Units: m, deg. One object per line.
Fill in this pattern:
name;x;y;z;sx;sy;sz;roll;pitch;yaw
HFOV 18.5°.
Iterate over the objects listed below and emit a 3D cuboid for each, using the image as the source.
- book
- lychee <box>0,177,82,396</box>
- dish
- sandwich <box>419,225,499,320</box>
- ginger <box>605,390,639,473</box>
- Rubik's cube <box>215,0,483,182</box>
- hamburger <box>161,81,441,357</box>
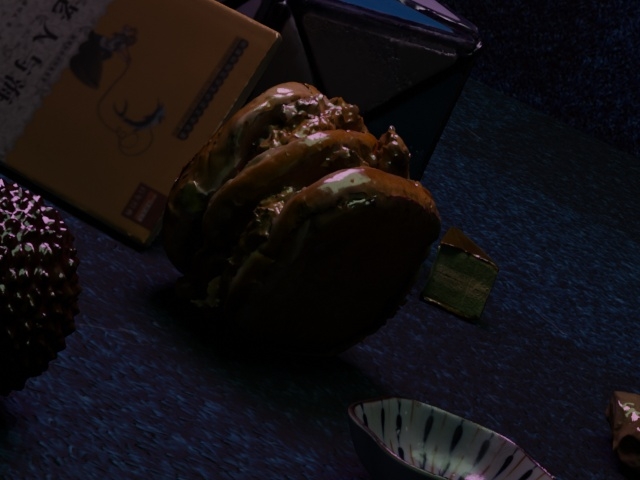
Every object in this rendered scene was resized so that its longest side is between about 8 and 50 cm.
book;-0.264;-0.187;2.074;0.389;0.269;0.032;28;-11;21
lychee;-0.267;0.039;1.471;0.188;0.188;0.188;21;16;-6
dish;0.102;0.200;1.638;0.190;0.066;0.191;20;13;-5
sandwich;0.165;0.036;2.247;0.074;0.074;0.116;22;15;6
ginger;0.385;0.215;1.968;0.213;0.074;0.137;20;25;3
Rubik's cube;-0.040;-0.189;2.264;0.305;0.307;0.310;15;19;-34
hamburger;-0.030;-0.008;1.874;0.245;0.260;0.211;-30;59;-15
